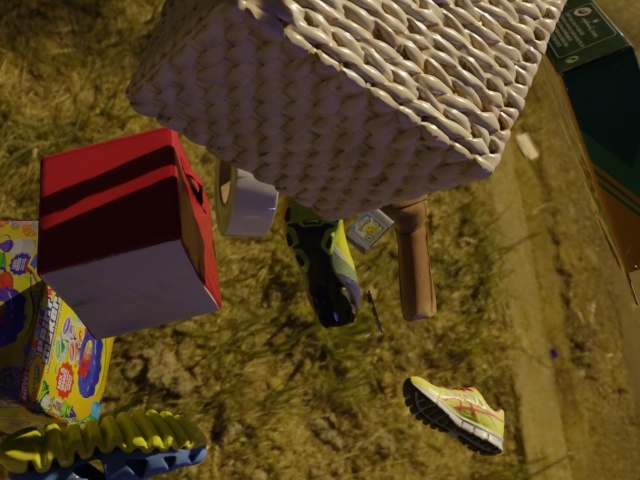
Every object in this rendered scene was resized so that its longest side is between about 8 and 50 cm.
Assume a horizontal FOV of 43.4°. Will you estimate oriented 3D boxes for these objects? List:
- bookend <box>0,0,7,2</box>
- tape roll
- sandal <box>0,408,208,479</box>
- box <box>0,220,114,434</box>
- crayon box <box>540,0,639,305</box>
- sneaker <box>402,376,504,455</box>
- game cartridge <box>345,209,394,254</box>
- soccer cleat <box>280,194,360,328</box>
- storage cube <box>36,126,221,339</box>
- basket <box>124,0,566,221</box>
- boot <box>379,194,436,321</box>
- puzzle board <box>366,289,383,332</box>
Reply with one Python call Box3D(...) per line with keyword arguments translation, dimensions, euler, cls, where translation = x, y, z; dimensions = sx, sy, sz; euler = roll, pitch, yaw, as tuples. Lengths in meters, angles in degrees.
Box3D(translation=(-0.601, -0.515, 1.457), dimensions=(0.072, 0.157, 0.156), euler=(-63, 144, -79), cls="bookend")
Box3D(translation=(-0.171, -0.149, 1.830), dimensions=(0.100, 0.286, 0.286), euler=(2, 66, -18), cls="tape roll")
Box3D(translation=(-0.336, 0.355, 1.271), dimensions=(0.317, 0.126, 0.138), euler=(-4, 103, -14), cls="sandal")
Box3D(translation=(-0.483, 0.155, 1.342), dimensions=(0.176, 0.279, 0.290), euler=(0, 66, 10), cls="box")
Box3D(translation=(0.346, -0.111, 0.955), dimensions=(0.203, 0.083, 0.323), euler=(-86, 152, -57), cls="crayon box")
Box3D(translation=(0.237, 0.290, 1.415), dimensions=(0.208, 0.081, 0.094), euler=(34, 57, -9), cls="sneaker")
Box3D(translation=(0.087, -0.021, 1.476), dimensions=(0.056, 0.017, 0.083), euler=(40, 81, 22), cls="game cartridge")
Box3D(translation=(-0.001, 0.001, 1.227), dimensions=(0.121, 0.093, 0.289), euler=(-93, 171, -59), cls="soccer cleat")
Box3D(translation=(-0.256, -0.006, 1.087), dimensions=(0.214, 0.184, 0.193), euler=(-14, 54, 2), cls="storage cube")
Box3D(translation=(0.021, -0.216, 0.837), dimensions=(0.328, 0.331, 0.267), euler=(29, 69, -24), cls="basket")
Box3D(translation=(0.184, 0.033, 1.637), dimensions=(0.236, 0.089, 0.270), euler=(-17, 104, -64), cls="boot")
Box3D(translation=(0.120, 0.160, 1.793), dimensions=(0.011, 0.128, 0.097), euler=(-17, 83, 3), cls="puzzle board")
